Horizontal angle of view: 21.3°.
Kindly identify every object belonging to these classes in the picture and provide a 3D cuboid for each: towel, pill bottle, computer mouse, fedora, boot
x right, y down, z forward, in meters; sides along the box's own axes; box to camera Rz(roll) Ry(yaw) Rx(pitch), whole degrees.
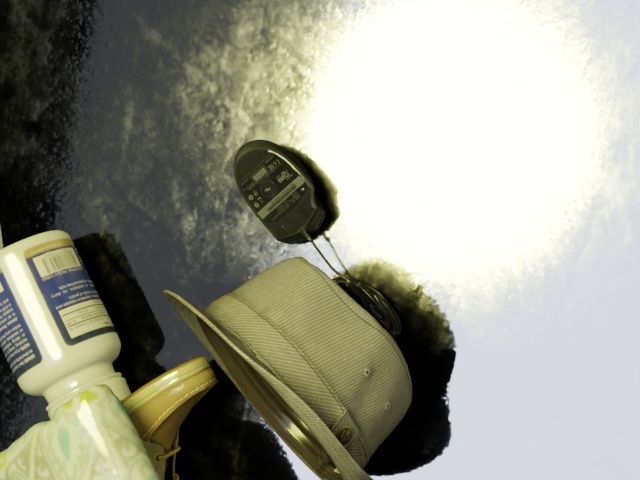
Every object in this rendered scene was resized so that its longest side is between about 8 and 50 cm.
[{"bbox_3d":[-0.250,0.355,1.660,0.374,0.090,0.320,-35,84,36],"label":"towel"},{"bbox_3d":[-0.266,0.095,1.720,0.112,0.112,0.186,-29,81,16],"label":"pill bottle"},{"bbox_3d":[0.000,0.000,1.678,0.071,0.041,0.242,-38,86,23],"label":"computer mouse"},{"bbox_3d":[-0.009,0.110,1.585,0.124,0.244,0.275,-42,118,-12],"label":"fedora"},{"bbox_3d":[-0.150,0.259,1.686,0.262,0.095,0.203,-45,76,19],"label":"boot"}]

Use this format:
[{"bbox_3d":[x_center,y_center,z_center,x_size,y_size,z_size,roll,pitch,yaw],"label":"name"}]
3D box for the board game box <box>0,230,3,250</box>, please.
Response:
[{"bbox_3d":[-0.378,0.018,1.803,0.090,0.020,0.090,-11,85,18],"label":"board game box"}]
